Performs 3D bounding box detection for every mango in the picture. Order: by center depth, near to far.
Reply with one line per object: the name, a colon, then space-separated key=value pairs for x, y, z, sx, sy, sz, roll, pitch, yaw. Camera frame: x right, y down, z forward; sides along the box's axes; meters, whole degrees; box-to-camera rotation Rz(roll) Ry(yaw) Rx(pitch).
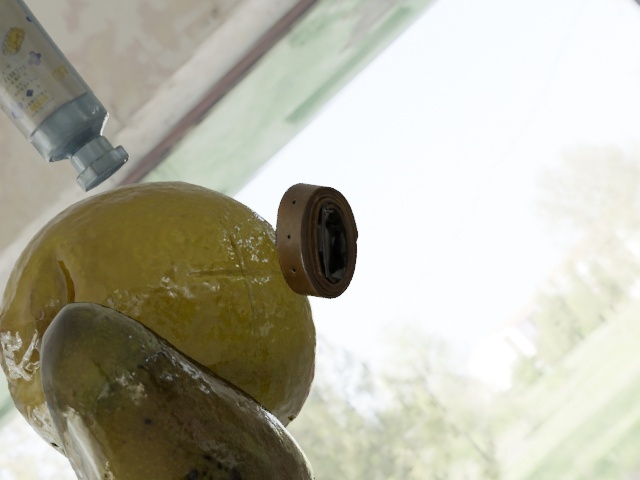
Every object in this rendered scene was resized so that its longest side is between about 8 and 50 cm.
mango: x=-0.101 y=0.181 z=1.148 sx=0.175 sy=0.176 sz=0.329 roll=-46 pitch=-41 yaw=-20

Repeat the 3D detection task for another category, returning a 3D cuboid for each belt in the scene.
belt: x=0.000 y=0.000 z=1.056 sx=0.059 sy=0.083 sz=0.036 roll=-17 pitch=17 yaw=-40

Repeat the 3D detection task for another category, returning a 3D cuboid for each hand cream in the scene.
hand cream: x=-0.167 y=-0.101 z=0.786 sx=0.065 sy=0.171 sz=0.043 roll=-39 pitch=2 yaw=-3

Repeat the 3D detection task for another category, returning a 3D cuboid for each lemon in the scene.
lemon: x=-0.150 y=0.085 z=1.373 sx=0.297 sy=0.297 sz=0.297 roll=-40 pitch=-9 yaw=-8
